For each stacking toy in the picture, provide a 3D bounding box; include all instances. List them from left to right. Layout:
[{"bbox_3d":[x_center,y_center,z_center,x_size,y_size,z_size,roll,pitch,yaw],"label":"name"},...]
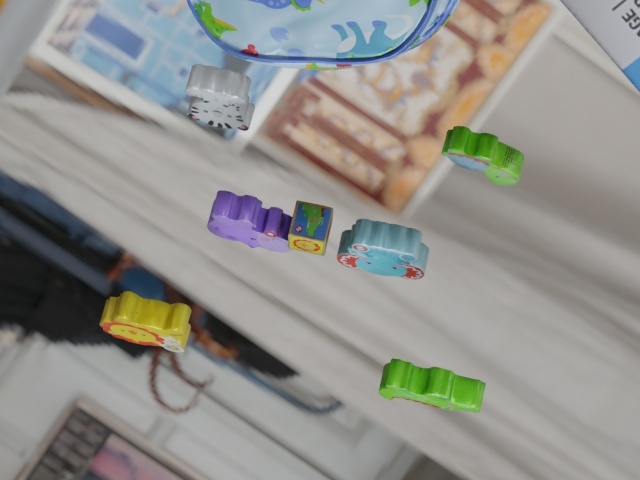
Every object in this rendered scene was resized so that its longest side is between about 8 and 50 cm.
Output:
[{"bbox_3d":[0.000,0.000,0.859,0.052,0.221,0.167,93,11,-69],"label":"stacking toy"}]

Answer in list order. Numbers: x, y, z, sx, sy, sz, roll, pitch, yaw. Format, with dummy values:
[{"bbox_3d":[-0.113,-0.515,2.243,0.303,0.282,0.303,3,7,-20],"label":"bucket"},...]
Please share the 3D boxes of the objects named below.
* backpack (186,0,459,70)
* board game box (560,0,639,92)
[{"bbox_3d":[0.001,-0.294,1.028,0.355,0.290,0.273,83,10,-54],"label":"backpack"},{"bbox_3d":[0.236,-0.044,0.432,0.086,0.308,0.302,-39,-177,40],"label":"board game box"}]
